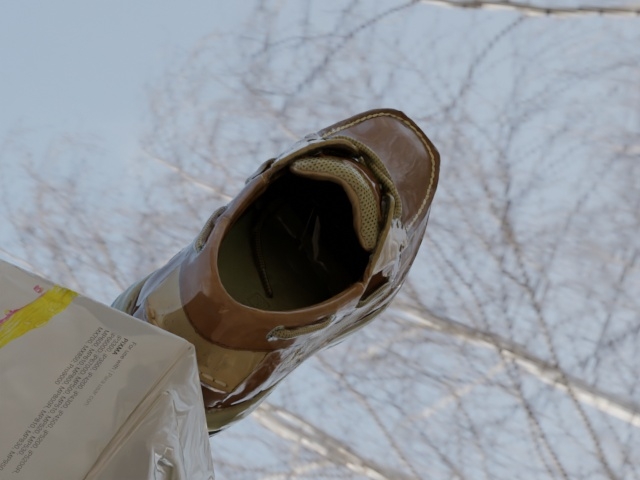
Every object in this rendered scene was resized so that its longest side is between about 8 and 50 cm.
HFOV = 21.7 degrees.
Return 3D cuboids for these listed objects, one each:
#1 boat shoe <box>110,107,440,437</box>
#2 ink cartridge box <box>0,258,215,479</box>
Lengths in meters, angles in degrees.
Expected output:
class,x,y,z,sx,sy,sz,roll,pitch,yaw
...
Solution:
class,x,y,z,sx,sy,sz,roll,pitch,yaw
boat shoe,0.000,0.000,0.995,0.122,0.120,0.324,44,-141,0
ink cartridge box,-0.161,0.100,0.845,0.127,0.176,0.128,-54,-25,-34
